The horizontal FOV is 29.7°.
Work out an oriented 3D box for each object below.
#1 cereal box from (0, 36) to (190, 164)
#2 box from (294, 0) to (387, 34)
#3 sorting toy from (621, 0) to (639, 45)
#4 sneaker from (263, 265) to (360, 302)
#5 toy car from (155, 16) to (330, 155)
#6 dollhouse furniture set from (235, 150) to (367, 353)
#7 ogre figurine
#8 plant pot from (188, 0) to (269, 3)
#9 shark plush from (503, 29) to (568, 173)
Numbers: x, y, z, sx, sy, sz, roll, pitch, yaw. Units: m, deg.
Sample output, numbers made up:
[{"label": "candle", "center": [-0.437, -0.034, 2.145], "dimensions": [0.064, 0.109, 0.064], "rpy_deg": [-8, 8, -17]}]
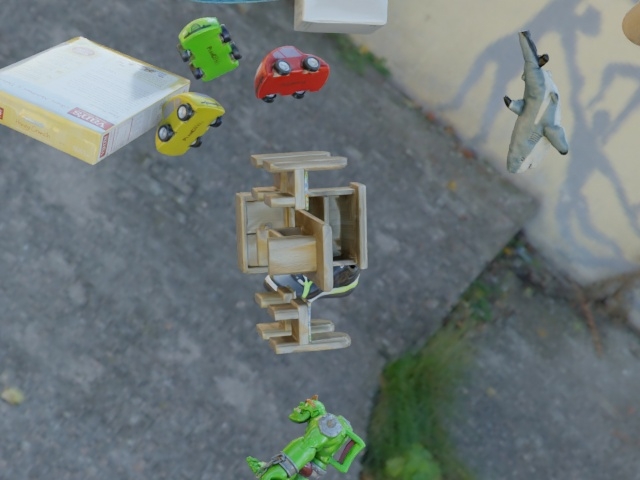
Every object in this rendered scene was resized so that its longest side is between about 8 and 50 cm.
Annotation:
[{"label": "cereal box", "center": [-0.289, -0.178, 1.484], "dimensions": [0.173, 0.047, 0.240], "rpy_deg": [24, 29, 11]}, {"label": "box", "center": [0.023, -0.292, 1.418], "dimensions": [0.101, 0.087, 0.101], "rpy_deg": [0, 3, -8]}, {"label": "sorting toy", "center": [0.398, -0.189, 1.083], "dimensions": [0.208, 0.038, 0.193], "rpy_deg": [22, -11, -3]}, {"label": "sneaker", "center": [-0.007, 0.050, 2.123], "dimensions": [0.084, 0.097, 0.234], "rpy_deg": [41, 30, 26]}, {"label": "toy car", "center": [-0.119, -0.208, 1.445], "dimensions": [0.225, 0.239, 0.053], "rpy_deg": [62, 3, -65]}, {"label": "dollhouse furniture set", "center": [0.000, 0.000, 1.427], "dimensions": [0.160, 0.212, 0.242], "rpy_deg": [-4, 10, -13]}, {"label": "ogre figurine", "center": [-0.014, 0.259, 1.476], "dimensions": [0.097, 0.118, 0.197], "rpy_deg": [47, -1, 31]}, {"label": "plant pot", "center": [-0.101, -0.518, 1.870], "dimensions": [0.271, 0.271, 0.255], "rpy_deg": [-10, 94, -57]}, {"label": "shark plush", "center": [0.243, -0.157, 1.386], "dimensions": [0.067, 0.161, 0.073], "rpy_deg": [-9, 30, -3]}]
